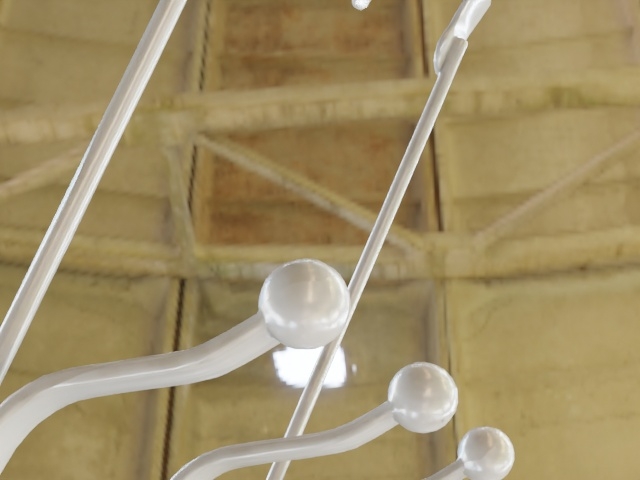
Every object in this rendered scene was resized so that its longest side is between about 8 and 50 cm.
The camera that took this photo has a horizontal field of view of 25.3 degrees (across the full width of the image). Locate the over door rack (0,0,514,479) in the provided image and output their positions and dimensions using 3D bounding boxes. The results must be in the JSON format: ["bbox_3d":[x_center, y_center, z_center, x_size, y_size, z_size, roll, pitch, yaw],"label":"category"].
[{"bbox_3d":[0.000,0.000,0.455,0.108,0.239,0.324,8,-105,20],"label":"over door rack"}]
